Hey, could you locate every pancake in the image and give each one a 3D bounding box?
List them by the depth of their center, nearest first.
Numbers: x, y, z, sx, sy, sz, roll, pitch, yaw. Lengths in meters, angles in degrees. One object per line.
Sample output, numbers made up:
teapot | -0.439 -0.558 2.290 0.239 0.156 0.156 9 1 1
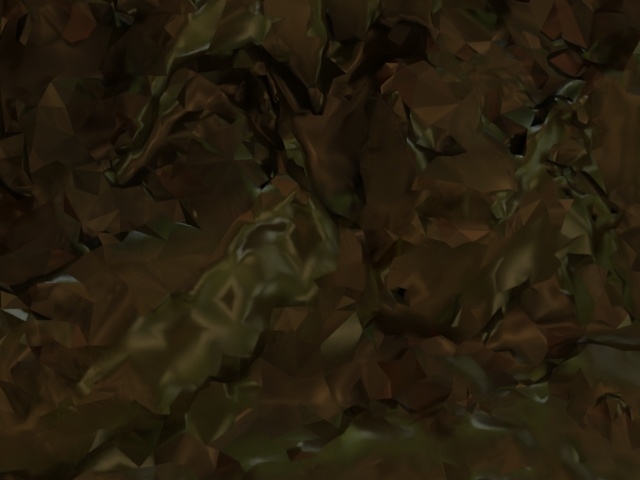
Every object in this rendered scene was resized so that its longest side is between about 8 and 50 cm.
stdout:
pancake | -0.002 0.025 0.403 0.382 0.071 0.382 7 -107 -23
